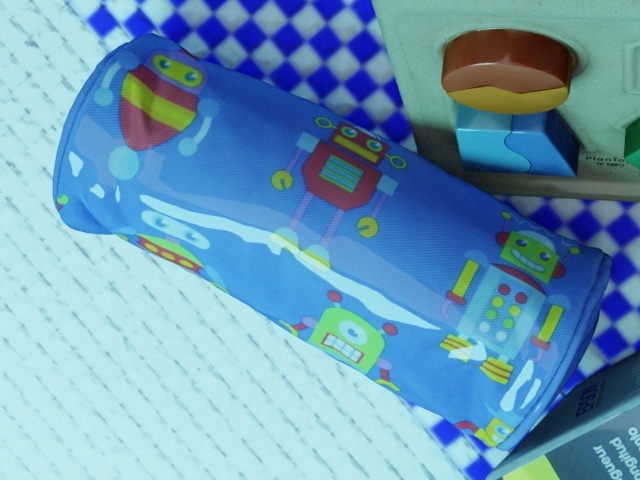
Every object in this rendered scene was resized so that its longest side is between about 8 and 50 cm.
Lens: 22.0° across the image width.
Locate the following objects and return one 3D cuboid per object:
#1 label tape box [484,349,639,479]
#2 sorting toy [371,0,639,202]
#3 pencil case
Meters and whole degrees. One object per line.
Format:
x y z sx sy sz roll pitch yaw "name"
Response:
0.247 0.166 0.889 0.347 0.115 0.249 -31 95 20 "label tape box"
0.187 -0.067 0.803 0.307 0.229 0.041 4 68 12 "sorting toy"
0.000 0.000 0.896 0.306 0.119 0.133 27 140 5 "pencil case"
